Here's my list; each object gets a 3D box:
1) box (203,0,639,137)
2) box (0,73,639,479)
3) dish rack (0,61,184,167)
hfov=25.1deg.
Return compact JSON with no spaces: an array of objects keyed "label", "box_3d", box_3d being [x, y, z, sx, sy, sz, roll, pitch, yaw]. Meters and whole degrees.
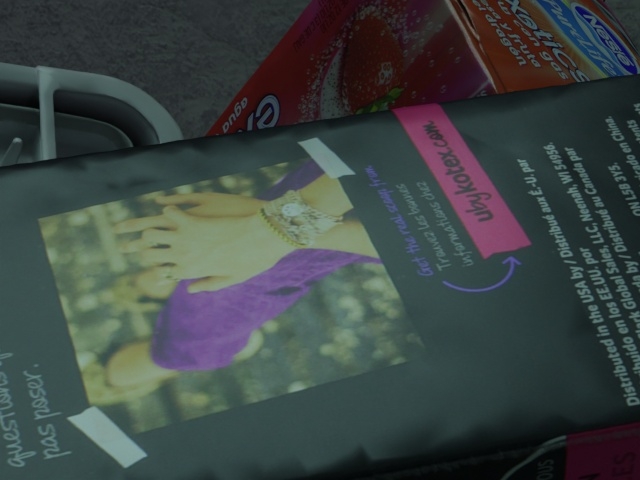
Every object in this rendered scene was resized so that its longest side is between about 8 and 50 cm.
[{"label":"box","box_3d":[0.019,0.008,0.597,0.128,0.122,0.257,13,-49,-40]},{"label":"box","box_3d":[0.002,0.067,0.443,0.270,0.165,0.143,-9,44,-7]},{"label":"dish rack","box_3d":[-0.230,0.020,0.786,0.333,0.285,0.072,7,-36,-25]}]
